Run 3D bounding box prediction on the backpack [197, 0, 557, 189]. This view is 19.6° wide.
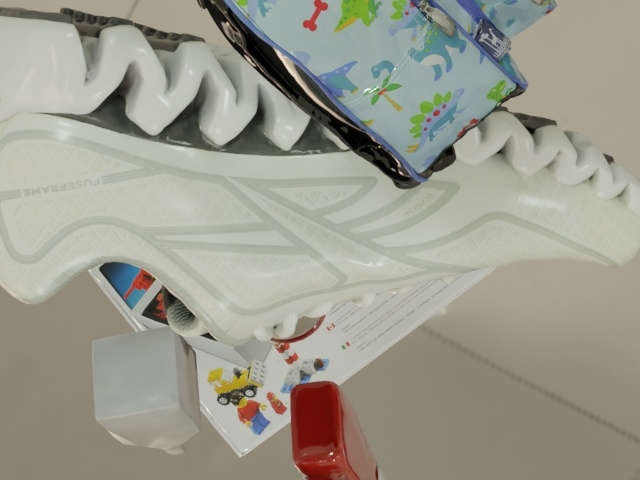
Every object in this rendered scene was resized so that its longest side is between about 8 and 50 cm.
[{"bbox_3d":[0.007,-0.087,0.555,0.084,0.105,0.114,-46,141,9],"label":"backpack"}]

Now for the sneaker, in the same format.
[{"bbox_3d":[-0.002,-0.014,0.750,0.292,0.110,0.118,9,94,-20],"label":"sneaker"}]

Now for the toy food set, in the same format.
[{"bbox_3d":[-0.034,0.094,0.860,0.111,0.104,0.232,-12,64,10],"label":"toy food set"}]

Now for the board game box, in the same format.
[{"bbox_3d":[0.000,0.000,1.418,0.305,0.053,0.193,-37,99,8],"label":"board game box"}]
